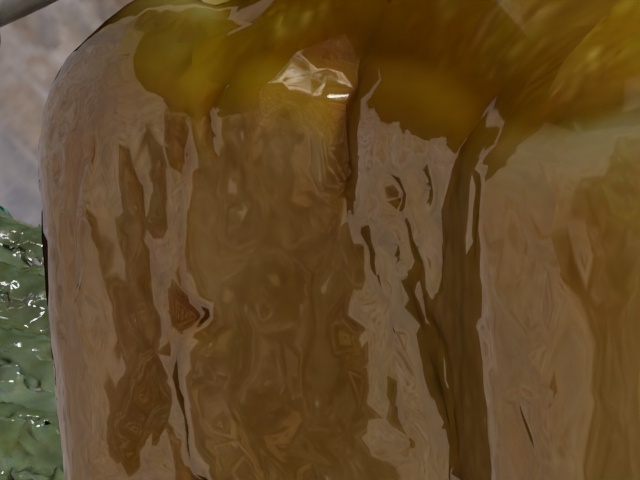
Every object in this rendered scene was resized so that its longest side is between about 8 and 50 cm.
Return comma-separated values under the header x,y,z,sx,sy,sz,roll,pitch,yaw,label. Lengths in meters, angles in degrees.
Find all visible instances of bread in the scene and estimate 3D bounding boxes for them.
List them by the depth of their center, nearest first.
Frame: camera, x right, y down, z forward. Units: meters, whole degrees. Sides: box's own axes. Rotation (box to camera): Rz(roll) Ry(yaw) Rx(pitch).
x,y,z,sx,sy,sz,roll,pitch,yaw,label
0.092,0.058,0.561,0.250,0.361,0.394,-9,97,-35,bread

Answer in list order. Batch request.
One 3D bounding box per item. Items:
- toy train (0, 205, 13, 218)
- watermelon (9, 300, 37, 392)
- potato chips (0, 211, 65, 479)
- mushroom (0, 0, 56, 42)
x,y,z,sx,sy,sz,roll,pitch,yaw,label
-0.307,0.074,1.456,0.157,0.105,0.253,-30,124,-55,toy train
-0.356,0.102,1.774,0.212,0.212,0.212,24,48,-30,watermelon
-0.008,0.004,1.021,0.373,0.389,0.097,-87,161,-67,potato chips
-0.055,-0.170,0.605,0.097,0.109,0.351,55,38,-26,mushroom
